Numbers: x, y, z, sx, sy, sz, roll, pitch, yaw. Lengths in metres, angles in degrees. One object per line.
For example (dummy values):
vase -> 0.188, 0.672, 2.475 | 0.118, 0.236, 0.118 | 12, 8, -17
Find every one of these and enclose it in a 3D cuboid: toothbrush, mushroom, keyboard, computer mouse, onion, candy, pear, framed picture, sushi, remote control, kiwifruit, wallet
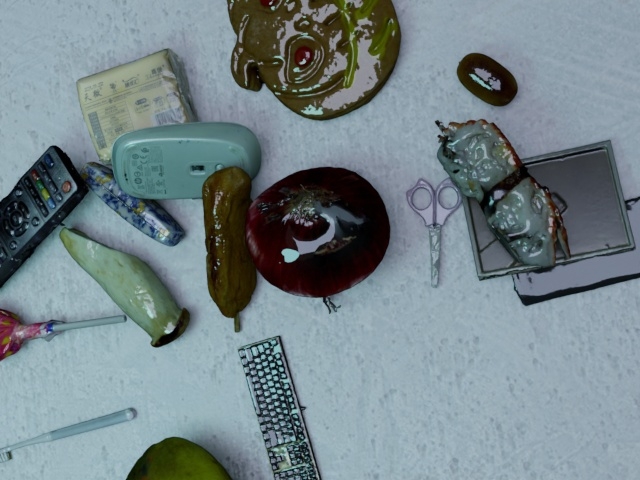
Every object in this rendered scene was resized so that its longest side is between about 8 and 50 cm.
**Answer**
toothbrush -> -0.540, 0.406, 1.995 | 0.342, 0.025, 0.030 | -20, 92, 12
mushroom -> -0.396, 0.078, 1.941 | 0.107, 0.087, 0.333 | -46, 78, 9
keyboard -> -0.078, 0.352, 1.894 | 0.106, 0.027, 0.317 | -18, 85, 12
computer mouse -> -0.260, -0.164, 1.874 | 0.288, 0.097, 0.160 | -2, 131, -3
onion -> 0.000, 0.000, 1.811 | 0.273, 0.285, 0.273 | -7, 50, 8
candy -> -0.563, 0.178, 1.952 | 0.365, 0.124, 0.124 | -9, 87, 15
pear -> -0.259, 0.538, 1.817 | 0.269, 0.269, 0.321 | -22, 72, 11
framed picture -> 0.414, -0.056, 1.775 | 0.289, 0.016, 0.213 | -12, 77, 11
sushi -> 0.326, -0.089, 1.726 | 0.130, 0.124, 0.332 | -31, 77, -2
remote control -> -0.622, -0.019, 1.969 | 0.399, 0.062, 0.145 | -42, 71, 21
kiwifruit -> 0.312, -0.302, 1.796 | 0.124, 0.075, 0.075 | 35, 96, 8
wallet -> 0.489, 0.021, 1.772 | 0.285, 0.030, 0.146 | -16, 87, 12

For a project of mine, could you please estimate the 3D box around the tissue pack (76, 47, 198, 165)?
tissue pack -> -0.370, -0.268, 1.937 | 0.222, 0.090, 0.186 | -18, 88, 13

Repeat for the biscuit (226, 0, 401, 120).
biscuit -> -0.033, -0.422, 1.875 | 0.350, 0.070, 0.394 | -39, 82, 9

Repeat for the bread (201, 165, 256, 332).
bread -> -0.179, 0.024, 1.860 | 0.084, 0.124, 0.344 | 16, 117, 35

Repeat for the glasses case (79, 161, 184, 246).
glasses case -> -0.381, -0.074, 1.938 | 0.248, 0.087, 0.065 | 37, 101, 13

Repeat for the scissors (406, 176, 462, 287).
scissors -> 0.219, -0.015, 1.834 | 0.110, 0.021, 0.212 | 0, 85, 12
